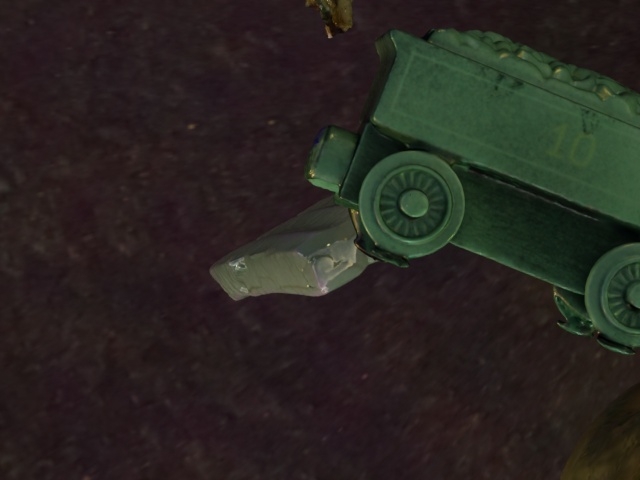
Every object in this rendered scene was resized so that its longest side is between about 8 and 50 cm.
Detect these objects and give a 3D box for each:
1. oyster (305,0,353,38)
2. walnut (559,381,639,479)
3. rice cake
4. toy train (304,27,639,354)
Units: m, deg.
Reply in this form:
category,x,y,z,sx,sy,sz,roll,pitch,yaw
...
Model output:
category,x,y,z,sx,sy,sz,roll,pitch,yaw
oyster,-0.025,-0.226,0.796,0.092,0.260,0.198,-28,62,5
walnut,0.288,0.200,0.914,0.253,0.276,0.282,43,151,44
rice cake,0.000,0.000,0.975,0.127,0.237,0.043,-31,95,-19
toy train,0.082,-0.021,0.553,0.172,0.070,0.099,21,92,-6
